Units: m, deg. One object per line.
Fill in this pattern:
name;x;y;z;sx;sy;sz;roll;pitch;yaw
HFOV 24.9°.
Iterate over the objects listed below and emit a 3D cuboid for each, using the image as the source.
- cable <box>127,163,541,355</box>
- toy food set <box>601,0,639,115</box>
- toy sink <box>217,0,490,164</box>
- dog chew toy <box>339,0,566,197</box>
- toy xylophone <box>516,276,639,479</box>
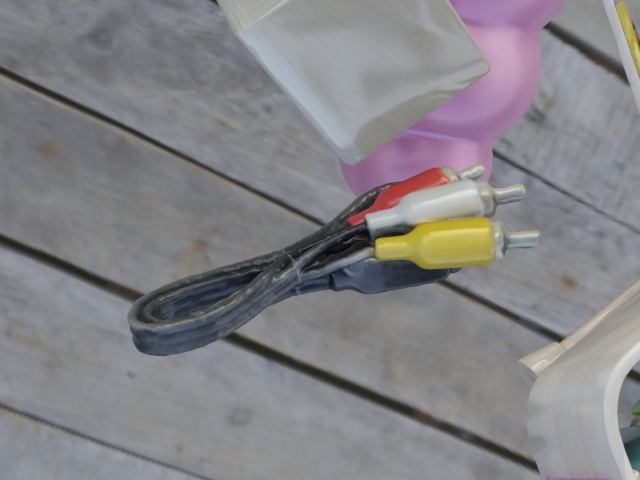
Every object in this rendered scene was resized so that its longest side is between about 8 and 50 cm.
cable;0.000;0.000;1.005;0.287;0.139;0.072;-10;121;-15
toy food set;0.231;-0.094;0.886;0.071;0.218;0.128;-19;82;16
toy sink;-0.001;-0.197;1.005;0.131;0.234;0.153;-34;135;8
dog chew toy;0.099;-0.170;1.203;0.206;0.206;0.332;4;104;-26
toy xylophone;0.245;0.045;0.858;0.322;0.236;0.081;-34;90;-7
